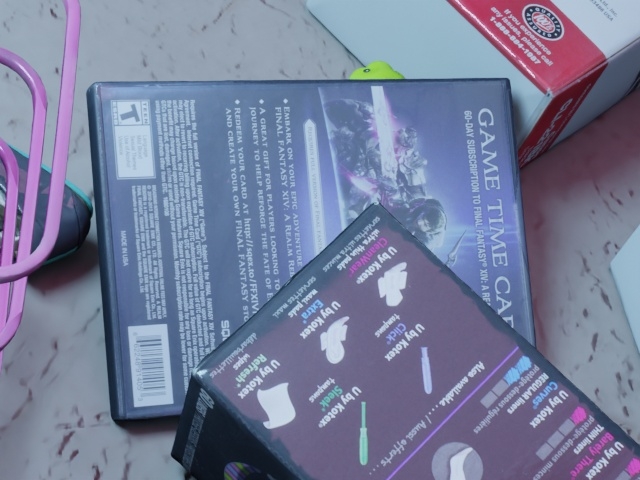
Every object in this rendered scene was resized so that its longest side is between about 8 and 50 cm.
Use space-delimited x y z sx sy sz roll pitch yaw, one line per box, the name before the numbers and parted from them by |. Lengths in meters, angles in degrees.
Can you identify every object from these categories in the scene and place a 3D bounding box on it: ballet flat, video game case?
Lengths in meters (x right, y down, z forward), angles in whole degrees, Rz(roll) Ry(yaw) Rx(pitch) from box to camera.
ballet flat | -0.229 -0.050 1.046 0.203 0.074 0.074 36 51 4
video game case | 0.000 0.000 1.071 0.274 0.026 0.196 -3 85 -24

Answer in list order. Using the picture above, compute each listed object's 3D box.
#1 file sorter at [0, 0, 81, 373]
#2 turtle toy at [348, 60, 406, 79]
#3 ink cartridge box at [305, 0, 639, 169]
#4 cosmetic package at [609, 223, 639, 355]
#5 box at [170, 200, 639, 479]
file sorter | -0.240 0.005 0.863 0.182 0.291 0.202 13 52 -16
turtle toy | 0.041 -0.056 1.154 0.095 0.066 0.130 2 55 -20
ink cartridge box | 0.158 -0.190 1.264 0.273 0.114 0.197 -33 73 -35
cosmetic package | 0.343 0.007 1.123 0.224 0.224 0.138 1 56 -21
box | 0.066 0.141 0.938 0.270 0.165 0.143 43 68 11
